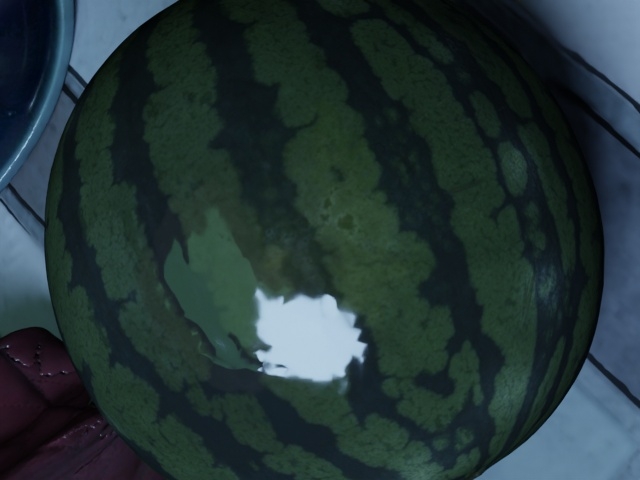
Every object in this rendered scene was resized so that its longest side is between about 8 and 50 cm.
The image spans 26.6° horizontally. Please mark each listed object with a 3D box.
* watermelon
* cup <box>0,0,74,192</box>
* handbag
[{"bbox_3d":[0.000,0.000,0.513,0.212,0.212,0.212,15,114,38],"label":"watermelon"},{"bbox_3d":[-0.314,-0.148,0.753,0.311,0.331,0.257,41,94,27],"label":"cup"},{"bbox_3d":[-0.174,0.154,0.709,0.135,0.225,0.146,25,133,34],"label":"handbag"}]
